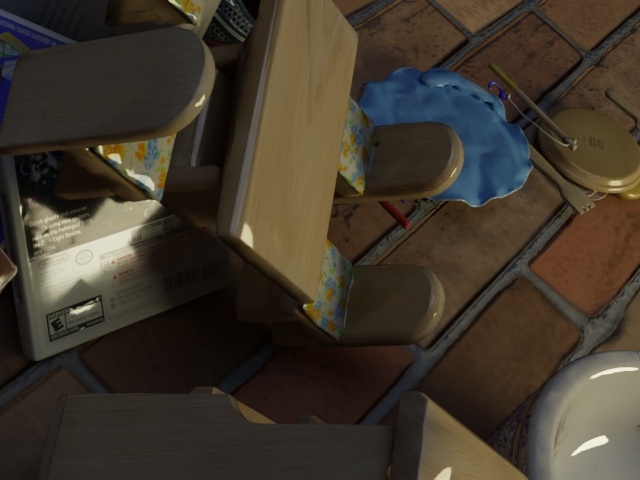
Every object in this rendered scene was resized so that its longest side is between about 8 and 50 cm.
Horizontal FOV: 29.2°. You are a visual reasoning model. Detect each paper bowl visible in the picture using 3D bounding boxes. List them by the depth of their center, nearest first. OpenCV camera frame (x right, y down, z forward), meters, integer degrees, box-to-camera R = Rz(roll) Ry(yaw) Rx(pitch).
[{"bbox_3d":[0.245,0.238,0.943,0.284,0.148,0.284,16,49,-18],"label":"paper bowl"}]

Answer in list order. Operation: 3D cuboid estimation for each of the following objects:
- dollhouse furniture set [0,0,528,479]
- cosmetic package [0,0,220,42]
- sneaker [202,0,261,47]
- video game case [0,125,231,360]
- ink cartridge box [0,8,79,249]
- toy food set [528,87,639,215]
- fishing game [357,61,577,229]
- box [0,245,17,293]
[{"bbox_3d":[0.000,0.000,0.810,0.362,0.256,0.394,43,51,-53],"label":"dollhouse furniture set"},{"bbox_3d":[-0.272,-0.249,0.999,0.365,0.197,0.155,37,45,-1],"label":"cosmetic package"},{"bbox_3d":[-0.129,-0.239,1.134,0.299,0.112,0.121,29,45,-6],"label":"sneaker"},{"bbox_3d":[-0.151,-0.020,0.924,0.190,0.173,0.022,-21,26,-40],"label":"video game case"},{"bbox_3d":[-0.296,-0.084,0.898,0.206,0.045,0.208,23,82,0],"label":"ink cartridge box"},{"bbox_3d":[0.291,-0.089,1.320,0.192,0.038,0.132,-25,63,-36],"label":"toy food set"},{"bbox_3d":[0.119,-0.101,1.221,0.264,0.041,0.189,-29,65,-36],"label":"fishing game"},{"bbox_3d":[-0.371,-0.072,0.688,0.381,0.191,0.143,57,44,-19],"label":"box"}]
